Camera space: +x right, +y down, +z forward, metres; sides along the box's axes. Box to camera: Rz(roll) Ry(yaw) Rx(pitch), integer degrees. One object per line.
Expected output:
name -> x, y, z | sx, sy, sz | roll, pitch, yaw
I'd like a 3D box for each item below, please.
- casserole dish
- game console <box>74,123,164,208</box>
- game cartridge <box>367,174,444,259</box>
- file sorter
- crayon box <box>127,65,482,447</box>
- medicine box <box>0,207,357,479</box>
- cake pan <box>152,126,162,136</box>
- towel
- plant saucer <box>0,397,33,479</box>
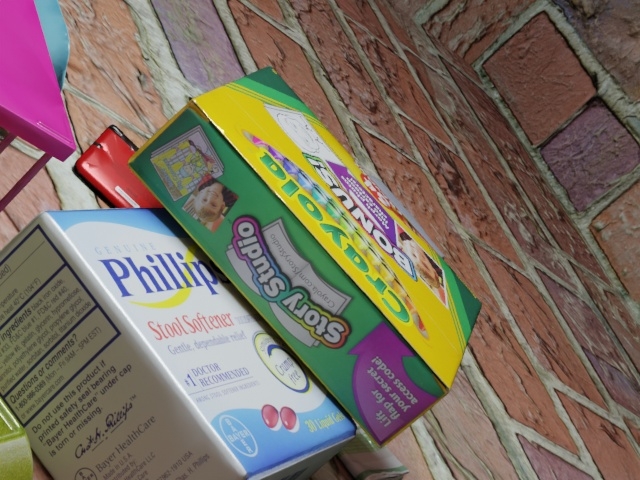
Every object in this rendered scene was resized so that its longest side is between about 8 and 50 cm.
casserole dish -> -0.334, -0.226, 1.755 | 0.037, 0.114, 0.188 | 6, 37, -28
game console -> -0.224, -0.059, 1.788 | 0.144, 0.085, 0.124 | 43, 49, -9
game cartridge -> 0.082, -0.022, 2.344 | 0.196, 0.060, 0.294 | 46, 17, 11
file sorter -> -0.379, -0.158, 1.371 | 0.202, 0.182, 0.291 | 32, 24, -41
crayon box -> 0.000, 0.000, 1.540 | 0.363, 0.106, 0.313 | 48, 16, -2
medicine box -> -0.145, 0.122, 1.356 | 0.289, 0.149, 0.263 | 51, 18, 12
cake pan -> -0.098, -0.059, 2.007 | 0.293, 0.054, 0.293 | 41, 18, -17
towel -> 0.035, 0.221, 1.757 | 0.152, 0.023, 0.113 | 53, 18, 21
plant saucer -> -0.311, 0.121, 1.151 | 0.188, 0.045, 0.188 | 51, 19, 13
